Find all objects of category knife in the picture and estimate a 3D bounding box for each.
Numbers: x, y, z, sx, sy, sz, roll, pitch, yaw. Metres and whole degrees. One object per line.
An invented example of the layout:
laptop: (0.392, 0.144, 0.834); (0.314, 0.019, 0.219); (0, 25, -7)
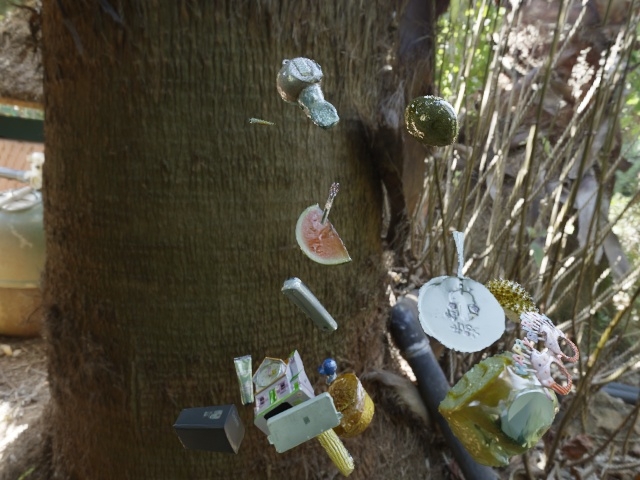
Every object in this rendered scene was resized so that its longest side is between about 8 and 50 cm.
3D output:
knife: (-0.035, 0.207, 1.282); (0.073, 0.266, 0.041); (-20, 41, 24)

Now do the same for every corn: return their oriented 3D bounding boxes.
corn: (0.056, 0.797, 1.568); (0.071, 0.072, 0.203); (-1, 31, -39)

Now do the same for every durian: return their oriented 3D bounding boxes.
durian: (0.736, 0.234, 1.555); (0.249, 0.138, 0.183); (38, -16, -9)

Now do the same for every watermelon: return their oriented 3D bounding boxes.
watermelon: (-0.004, 0.015, 1.725); (0.159, 0.304, 0.128); (-30, -24, -5)

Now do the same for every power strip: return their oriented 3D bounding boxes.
power strip: (-0.058, 0.639, 1.446); (0.270, 0.118, 0.046); (-22, -4, -8)

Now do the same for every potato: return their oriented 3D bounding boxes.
potato: (0.441, -0.468, 1.625); (0.235, 0.160, 0.178); (45, -30, -1)

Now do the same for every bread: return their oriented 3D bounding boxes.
bread: (0.615, 0.520, 1.332); (0.395, 0.239, 0.264); (-32, -7, -23)
bread: (0.106, 0.716, 1.758); (0.145, 0.268, 0.268); (44, -6, -28)

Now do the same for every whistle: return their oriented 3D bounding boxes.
whistle: (-0.051, -0.559, 1.589); (0.348, 0.189, 0.189); (57, 27, 11)

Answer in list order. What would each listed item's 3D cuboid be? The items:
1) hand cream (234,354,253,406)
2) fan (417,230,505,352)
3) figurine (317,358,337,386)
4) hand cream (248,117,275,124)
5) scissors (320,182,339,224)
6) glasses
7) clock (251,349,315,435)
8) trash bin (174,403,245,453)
hand cream: (-0.365, 0.684, 1.991); (0.086, 0.236, 0.055); (-1, -14, -33)
fan: (0.395, 0.128, 1.154); (0.232, 0.012, 0.415); (12, 50, 7)
figurine: (0.046, 0.638, 1.964); (0.087, 0.149, 0.086); (-7, 27, 26)
hand cream: (-0.225, -0.454, 1.580); (0.102, 0.022, 0.035); (8, 4, -8)
scissors: (0.034, -0.145, 1.629); (0.022, 0.176, 0.085); (23, 11, 16)
glasses: (0.551, 0.285, 1.045); (0.162, 0.095, 0.255); (44, 44, 7)
clock: (-0.170, 0.605, 1.713); (0.235, 0.166, 0.310); (-35, 26, 3)
trash bin: (-0.440, 0.749, 1.634); (0.225, 0.166, 0.115); (-6, 28, 15)
